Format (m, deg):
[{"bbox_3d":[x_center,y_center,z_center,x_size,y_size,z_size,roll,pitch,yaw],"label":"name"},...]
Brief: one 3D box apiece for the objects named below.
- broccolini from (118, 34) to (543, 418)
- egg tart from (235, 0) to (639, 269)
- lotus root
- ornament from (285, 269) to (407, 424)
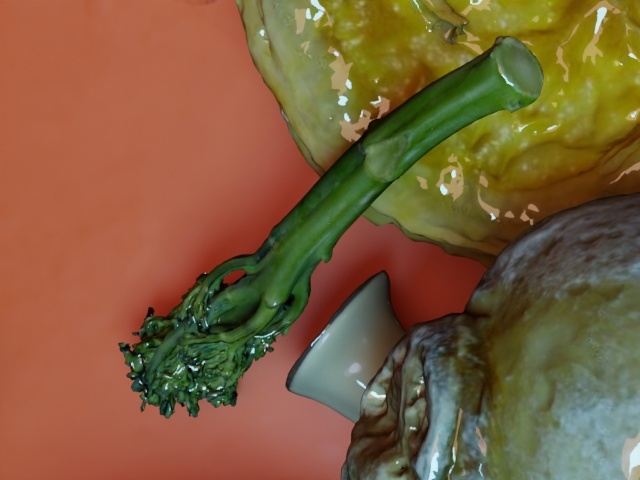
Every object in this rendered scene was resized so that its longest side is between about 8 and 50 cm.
[{"bbox_3d":[0.000,0.000,0.543,0.054,0.051,0.239,52,133,4],"label":"broccolini"},{"bbox_3d":[0.088,-0.104,0.559,0.241,0.106,0.241,0,89,12],"label":"egg tart"},{"bbox_3d":[0.187,0.071,0.485,0.350,0.175,0.175,9,92,-17],"label":"lotus root"},{"bbox_3d":[0.066,0.082,0.579,0.156,0.075,0.081,39,95,8],"label":"ornament"}]
